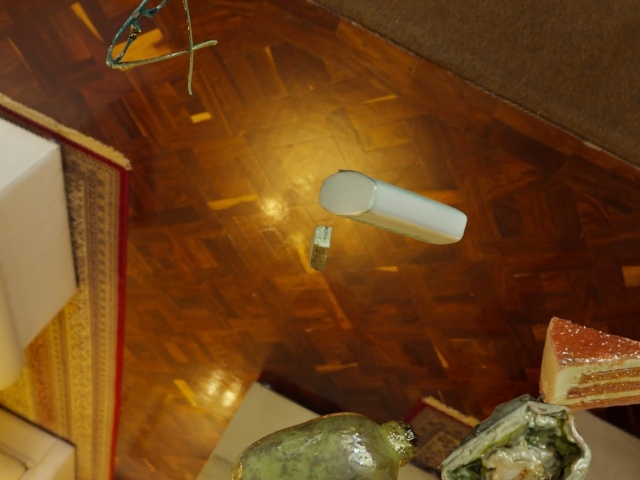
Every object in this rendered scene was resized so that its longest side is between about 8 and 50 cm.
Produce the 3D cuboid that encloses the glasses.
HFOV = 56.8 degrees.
[{"bbox_3d":[-0.336,-0.427,1.282,0.102,0.239,0.207,31,170,50],"label":"glasses"}]

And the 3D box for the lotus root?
[{"bbox_3d":[0.001,0.350,0.898,0.310,0.173,0.173,-27,118,10],"label":"lotus root"}]

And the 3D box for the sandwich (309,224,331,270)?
[{"bbox_3d":[0.000,0.000,1.262,0.036,0.104,0.093,9,125,-6],"label":"sandwich"}]

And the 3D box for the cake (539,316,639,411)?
[{"bbox_3d":[0.585,0.284,1.225,0.262,0.159,0.158,13,129,30],"label":"cake"}]

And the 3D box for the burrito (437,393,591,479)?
[{"bbox_3d":[0.317,0.331,0.882,0.135,0.190,0.332,47,-174,32],"label":"burrito"}]

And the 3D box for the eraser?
[{"bbox_3d":[0.163,-0.071,1.331,0.290,0.104,0.189,15,176,-34],"label":"eraser"}]
